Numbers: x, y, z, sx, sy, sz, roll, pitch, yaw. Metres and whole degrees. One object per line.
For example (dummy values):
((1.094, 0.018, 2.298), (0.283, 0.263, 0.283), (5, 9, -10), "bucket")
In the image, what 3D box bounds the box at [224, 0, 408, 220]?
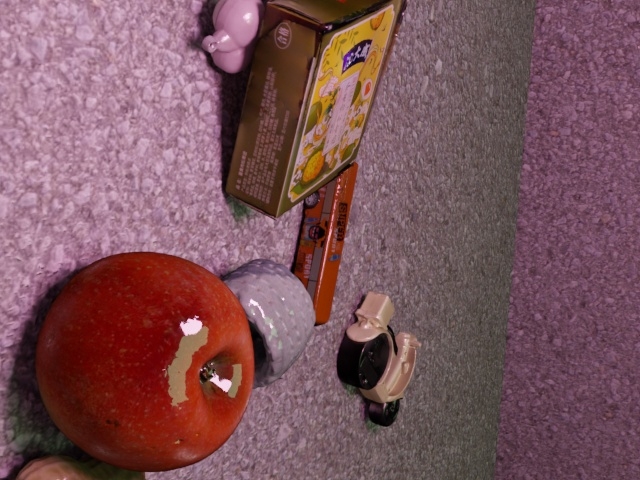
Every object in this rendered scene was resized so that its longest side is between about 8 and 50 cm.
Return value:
((-0.006, -0.295, 1.771), (0.373, 0.138, 0.420), (-39, 150, -53), "box")

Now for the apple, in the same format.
((-0.268, 0.191, 1.399), (0.348, 0.277, 0.348), (-29, 124, -56), "apple")

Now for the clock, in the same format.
((0.172, 0.335, 2.463), (0.276, 0.120, 0.379), (-62, 147, -23), "clock")

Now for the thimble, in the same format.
((-0.129, 0.172, 1.735), (0.172, 0.205, 0.250), (-42, 139, -49), "thimble")

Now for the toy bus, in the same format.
((0.000, 0.000, 2.053), (0.093, 0.092, 0.408), (20, 79, -60), "toy bus")

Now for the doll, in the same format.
((-0.110, -0.416, 1.689), (0.365, 0.094, 0.160), (-37, 160, -51), "doll")

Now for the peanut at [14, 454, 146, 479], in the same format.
((-0.380, 0.411, 1.429), (0.136, 0.120, 0.298), (-57, 154, 6), "peanut")
